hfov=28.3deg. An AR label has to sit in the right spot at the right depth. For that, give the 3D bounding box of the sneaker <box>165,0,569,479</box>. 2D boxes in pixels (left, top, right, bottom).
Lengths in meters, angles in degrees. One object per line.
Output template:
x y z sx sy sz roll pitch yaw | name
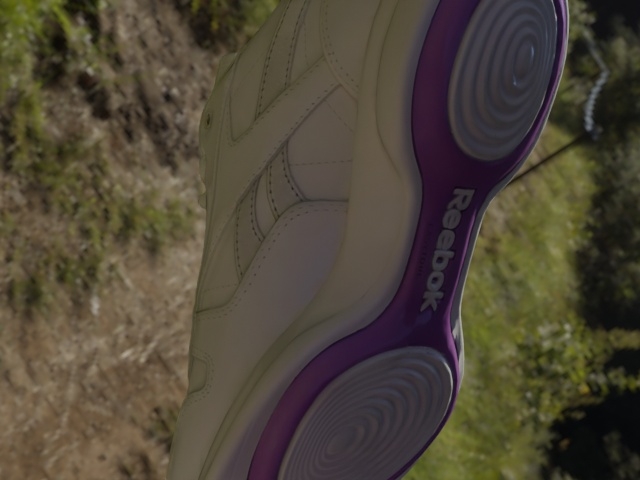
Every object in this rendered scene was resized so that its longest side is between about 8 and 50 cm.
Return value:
0.000 0.000 0.563 0.114 0.305 0.152 16 10 -43 | sneaker
